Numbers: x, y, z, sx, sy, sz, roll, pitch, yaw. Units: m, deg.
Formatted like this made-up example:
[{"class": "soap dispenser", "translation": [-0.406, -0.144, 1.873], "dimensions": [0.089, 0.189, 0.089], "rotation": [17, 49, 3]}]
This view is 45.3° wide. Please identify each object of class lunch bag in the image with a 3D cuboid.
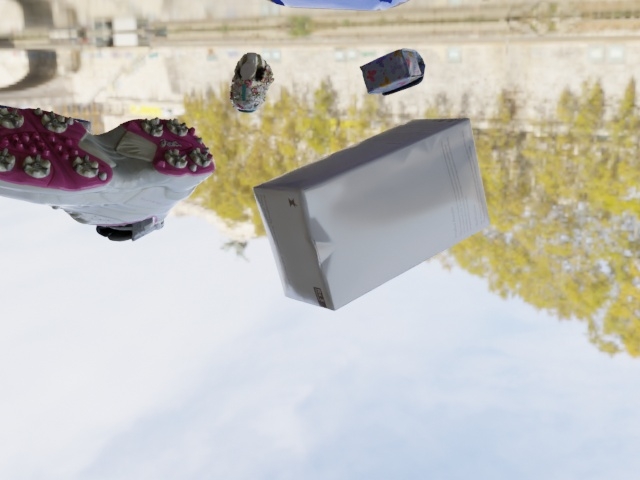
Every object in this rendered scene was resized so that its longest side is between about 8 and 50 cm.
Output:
[{"class": "lunch bag", "translation": [0.106, -0.236, 1.082], "dimensions": [0.071, 0.053, 0.083], "rotation": [-17, -175, 27]}]

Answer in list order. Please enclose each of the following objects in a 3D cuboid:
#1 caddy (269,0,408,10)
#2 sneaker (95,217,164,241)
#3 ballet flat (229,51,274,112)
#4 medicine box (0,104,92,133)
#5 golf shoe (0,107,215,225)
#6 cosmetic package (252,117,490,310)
[{"class": "caddy", "translation": [0.017, -0.439, 1.001], "dimensions": [0.341, 0.241, 0.179], "rotation": [3, 179, 5]}, {"class": "sneaker", "translation": [-0.476, -0.074, 1.752], "dimensions": [0.229, 0.086, 0.132], "rotation": [34, -126, 25]}, {"class": "ballet flat", "translation": [-0.140, -0.343, 1.584], "dimensions": [0.091, 0.077, 0.241], "rotation": [0, -146, -3]}, {"class": "medicine box", "translation": [-0.604, -0.185, 1.536], "dimensions": [0.263, 0.149, 0.289], "rotation": [8, -177, -19]}, {"class": "golf shoe", "translation": [-0.262, -0.063, 0.839], "dimensions": [0.306, 0.140, 0.115], "rotation": [-2, -128, -43]}, {"class": "cosmetic package", "translation": [0.099, -0.058, 1.330], "dimensions": [0.385, 0.217, 0.156], "rotation": [-23, -161, -29]}]
